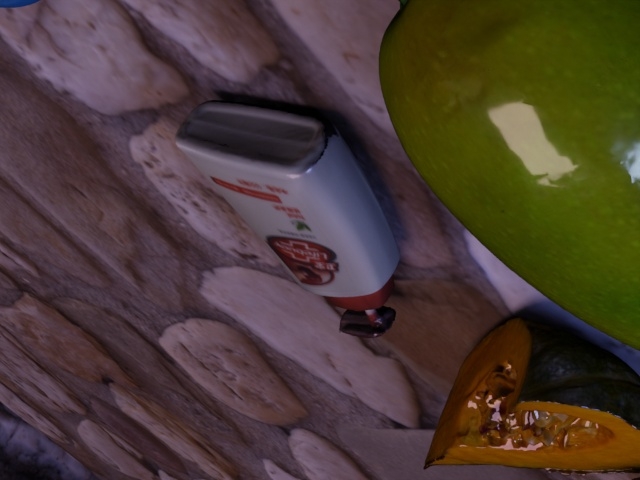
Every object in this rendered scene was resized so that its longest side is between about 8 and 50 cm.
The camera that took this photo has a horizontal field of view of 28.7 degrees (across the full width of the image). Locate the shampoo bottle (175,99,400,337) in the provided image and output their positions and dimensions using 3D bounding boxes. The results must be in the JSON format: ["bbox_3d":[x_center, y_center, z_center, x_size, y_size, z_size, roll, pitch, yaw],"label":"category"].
[{"bbox_3d":[0.000,0.000,1.088,0.153,0.071,0.284,12,147,37],"label":"shampoo bottle"}]

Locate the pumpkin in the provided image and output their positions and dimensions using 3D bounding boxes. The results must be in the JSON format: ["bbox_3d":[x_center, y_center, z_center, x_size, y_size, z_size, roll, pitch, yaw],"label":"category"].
[{"bbox_3d":[0.213,0.145,1.087,0.163,0.111,0.278,19,155,-7],"label":"pumpkin"}]

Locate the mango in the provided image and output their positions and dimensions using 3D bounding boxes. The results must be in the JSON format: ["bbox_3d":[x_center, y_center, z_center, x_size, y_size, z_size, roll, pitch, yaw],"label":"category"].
[{"bbox_3d":[0.175,-0.034,0.716,0.343,0.156,0.192,42,163,-26],"label":"mango"}]

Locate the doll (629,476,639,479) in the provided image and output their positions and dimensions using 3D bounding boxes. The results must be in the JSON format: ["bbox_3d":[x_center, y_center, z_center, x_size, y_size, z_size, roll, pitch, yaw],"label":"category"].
[{"bbox_3d":[0.353,0.273,1.041,0.255,0.152,0.196,6,172,29],"label":"doll"}]

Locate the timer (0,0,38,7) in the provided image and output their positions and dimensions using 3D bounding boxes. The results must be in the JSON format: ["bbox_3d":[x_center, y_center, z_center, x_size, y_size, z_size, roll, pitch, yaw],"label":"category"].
[{"bbox_3d":[-0.315,-0.312,0.842,0.309,0.115,0.340,13,149,32],"label":"timer"}]
